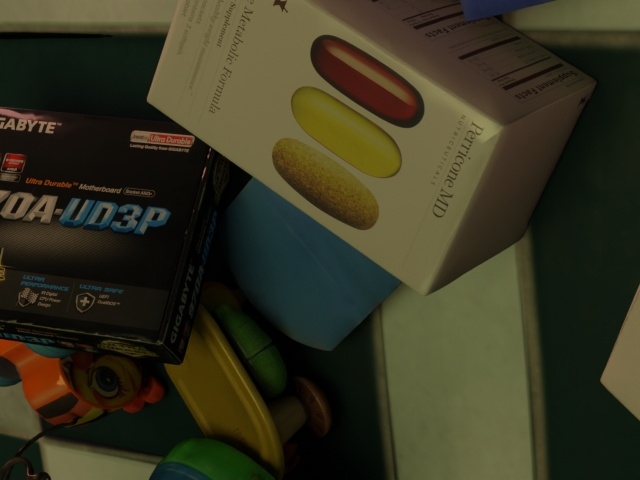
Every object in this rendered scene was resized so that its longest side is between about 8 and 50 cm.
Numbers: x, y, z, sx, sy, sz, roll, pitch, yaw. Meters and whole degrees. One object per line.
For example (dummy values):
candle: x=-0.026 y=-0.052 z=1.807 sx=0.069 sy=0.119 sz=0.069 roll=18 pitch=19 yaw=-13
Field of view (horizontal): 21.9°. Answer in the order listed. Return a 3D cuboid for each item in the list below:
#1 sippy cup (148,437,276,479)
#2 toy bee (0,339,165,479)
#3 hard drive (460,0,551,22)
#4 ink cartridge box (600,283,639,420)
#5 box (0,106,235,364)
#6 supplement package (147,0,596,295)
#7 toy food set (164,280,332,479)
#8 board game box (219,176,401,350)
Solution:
sippy cup: x=-0.119 y=0.303 z=1.243 sx=0.240 sy=0.224 sz=0.305 roll=20 pitch=134 yaw=47
toy bee: x=-0.211 y=0.088 z=1.345 sx=0.195 sy=0.162 sz=0.298 roll=0 pitch=81 yaw=44
hard drive: x=0.141 y=-0.308 z=0.985 sx=0.210 sy=0.040 sz=0.318 roll=-9 pitch=98 yaw=40
ink cartridge box: x=0.323 y=0.063 z=0.844 sx=0.270 sy=0.198 sz=0.197 roll=46 pitch=146 yaw=27
box: x=-0.187 y=-0.008 z=1.243 sx=0.220 sy=0.051 sz=0.175 roll=7 pitch=69 yaw=19
supplement package: x=0.031 y=-0.098 z=1.091 sx=0.244 sy=0.134 sz=0.139 roll=35 pitch=123 yaw=21
toy food set: x=-0.049 y=0.117 z=1.278 sx=0.218 sy=0.071 sz=0.128 roll=59 pitch=153 yaw=6
board game box: x=0.000 y=0.000 z=1.216 sx=0.133 sy=0.033 sz=0.168 roll=50 pitch=135 yaw=8
